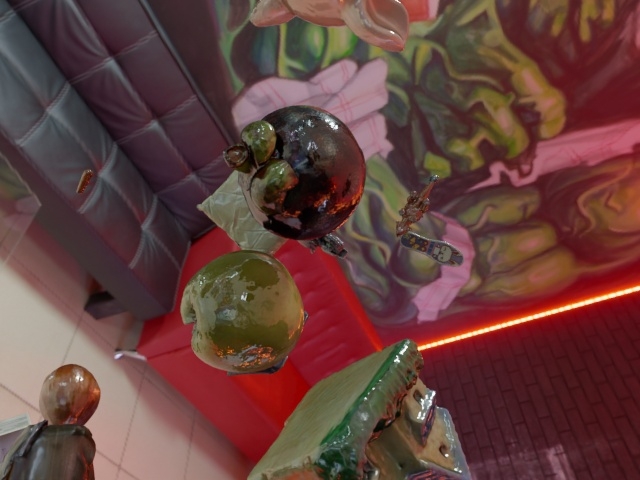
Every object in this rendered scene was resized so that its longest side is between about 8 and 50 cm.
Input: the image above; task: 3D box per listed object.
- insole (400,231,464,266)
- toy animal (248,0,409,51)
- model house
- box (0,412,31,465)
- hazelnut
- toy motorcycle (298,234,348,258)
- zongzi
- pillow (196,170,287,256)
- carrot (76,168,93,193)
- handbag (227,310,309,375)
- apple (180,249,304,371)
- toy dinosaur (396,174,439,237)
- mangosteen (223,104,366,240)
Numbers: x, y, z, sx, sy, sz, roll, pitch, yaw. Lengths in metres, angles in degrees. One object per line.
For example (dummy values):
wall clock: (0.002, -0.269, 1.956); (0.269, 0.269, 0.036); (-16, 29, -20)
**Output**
insole: (0.324, 0.024, 1.533); (0.004, 0.197, 0.065); (-12, 124, -77)
toy animal: (0.053, -0.350, 0.543); (0.195, 0.256, 0.213); (27, -28, 32)
model house: (0.104, 0.470, 1.065); (0.342, 0.335, 0.382); (54, 35, -1)
box: (-0.696, 0.457, 1.141); (0.051, 0.130, 0.129); (36, -53, 47)
hazelnut: (-0.790, 0.502, 1.651); (0.214, 0.176, 0.214); (177, -90, -82)
toy motorcycle: (-0.001, 0.001, 1.525); (0.213, 0.082, 0.122); (31, -10, 45)
zongzi: (-0.478, 0.535, 0.854); (0.432, 0.208, 0.403); (0, -103, 68)
pillow: (-0.193, -0.105, 1.654); (0.281, 0.274, 0.076); (44, -2, -1)
carrot: (-0.841, -0.211, 1.874); (0.032, 0.093, 0.032); (27, 4, -2)
handbag: (-0.214, 0.338, 1.898); (0.118, 0.269, 0.325); (65, 30, -20)
apple: (-0.179, 0.167, 1.256); (0.258, 0.233, 0.295); (-10, 81, -34)
toy dinosaur: (0.200, -0.072, 1.088); (0.049, 0.154, 0.055); (34, -2, 19)
mangosteen: (-0.072, -0.145, 1.174); (0.360, 0.306, 0.306); (-15, 85, -36)
